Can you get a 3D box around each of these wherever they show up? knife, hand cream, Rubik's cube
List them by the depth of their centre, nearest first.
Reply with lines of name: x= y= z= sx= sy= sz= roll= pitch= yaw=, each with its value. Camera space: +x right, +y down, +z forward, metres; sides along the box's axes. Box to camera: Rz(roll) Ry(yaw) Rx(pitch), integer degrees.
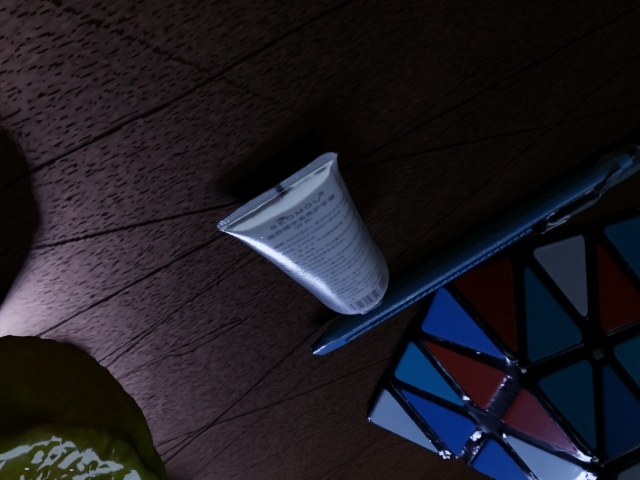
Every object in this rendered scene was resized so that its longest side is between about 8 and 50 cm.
hand cream: x=0.000 y=0.000 z=0.848 sx=0.067 sy=0.042 sz=0.194 roll=-28 pitch=158 yaw=5
knife: x=0.119 y=0.001 z=1.082 sx=0.296 sy=0.026 sz=0.044 roll=-31 pitch=174 yaw=-13
Rubik's cube: x=0.183 y=0.126 z=1.184 sx=0.284 sy=0.234 sz=0.250 roll=-35 pitch=162 yaw=4

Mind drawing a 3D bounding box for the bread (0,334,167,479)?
bread: x=-0.228 y=0.192 z=0.764 sx=0.166 sy=0.112 sz=0.383 roll=19 pitch=116 yaw=-44
